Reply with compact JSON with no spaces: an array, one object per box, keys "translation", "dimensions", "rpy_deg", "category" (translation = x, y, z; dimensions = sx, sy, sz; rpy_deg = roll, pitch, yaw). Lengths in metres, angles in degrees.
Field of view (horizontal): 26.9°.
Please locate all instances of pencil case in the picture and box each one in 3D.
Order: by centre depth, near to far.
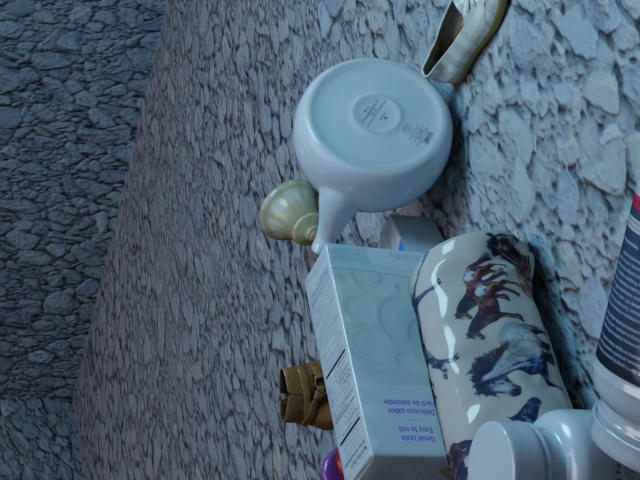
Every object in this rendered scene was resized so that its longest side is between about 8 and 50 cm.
[{"translation":[0.225,0.171,1.627],"dimensions":[0.160,0.184,0.410],"rpy_deg":[79,180,-53],"category":"pencil case"}]

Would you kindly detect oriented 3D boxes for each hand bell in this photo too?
[{"translation":[0.000,0.000,2.361],"dimensions":[0.242,0.126,0.126],"rpy_deg":[45,128,48],"category":"hand bell"}]

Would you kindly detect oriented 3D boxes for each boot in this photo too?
[{"translation":[0.005,0.211,2.194],"dimensions":[0.073,0.152,0.197],"rpy_deg":[143,129,-63],"category":"boot"}]

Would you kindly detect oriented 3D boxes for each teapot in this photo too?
[{"translation":[0.074,-0.138,2.002],"dimensions":[0.187,0.256,0.252],"rpy_deg":[100,151,-58],"category":"teapot"}]

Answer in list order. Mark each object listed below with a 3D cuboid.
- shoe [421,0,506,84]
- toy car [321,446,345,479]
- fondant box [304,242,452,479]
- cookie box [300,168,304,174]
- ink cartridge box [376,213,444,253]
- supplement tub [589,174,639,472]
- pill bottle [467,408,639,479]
[{"translation":[0.207,-0.308,1.905],"dimensions":[0.219,0.058,0.076],"rpy_deg":[115,151,-43],"category":"shoe"},{"translation":[0.071,0.348,2.018],"dimensions":[0.182,0.136,0.159],"rpy_deg":[126,143,-54],"category":"toy car"},{"translation":[0.127,0.167,1.768],"dimensions":[0.096,0.238,0.330],"rpy_deg":[120,147,-46],"category":"fondant box"},{"translation":[0.002,-0.163,2.436],"dimensions":[0.092,0.040,0.107],"rpy_deg":[-140,56,-64],"category":"cookie box"},{"translation":[0.121,0.091,2.021],"dimensions":[0.134,0.078,0.231],"rpy_deg":[-111,32,-48],"category":"ink cartridge box"},{"translation":[0.362,0.074,1.240],"dimensions":[0.191,0.191,0.272],"rpy_deg":[-137,55,-64],"category":"supplement tub"},{"translation":[0.276,0.239,1.376],"dimensions":[0.131,0.229,0.131],"rpy_deg":[-176,90,-70],"category":"pill bottle"}]
